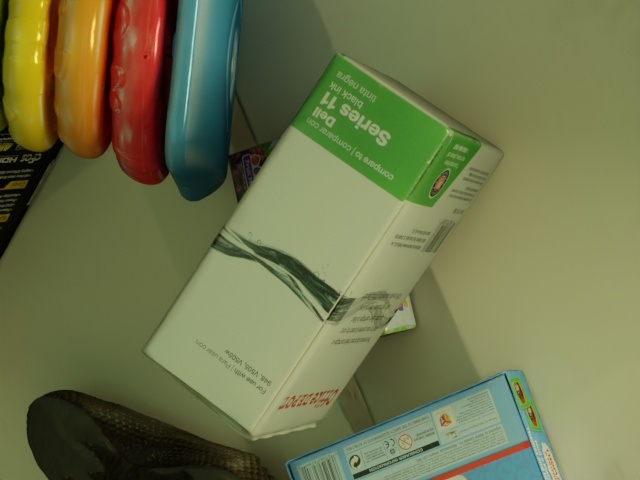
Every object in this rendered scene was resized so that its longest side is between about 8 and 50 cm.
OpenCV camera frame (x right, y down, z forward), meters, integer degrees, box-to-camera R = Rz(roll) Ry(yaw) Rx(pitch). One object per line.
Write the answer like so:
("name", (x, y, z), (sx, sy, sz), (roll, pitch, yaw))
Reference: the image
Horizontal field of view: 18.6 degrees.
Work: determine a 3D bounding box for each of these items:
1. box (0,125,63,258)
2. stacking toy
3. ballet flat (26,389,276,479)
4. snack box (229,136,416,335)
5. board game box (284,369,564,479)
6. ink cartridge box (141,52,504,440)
("box", (-0.350, -0.012, 1.361), (0.079, 0.322, 0.257), (48, 121, 24))
("stacking toy", (-0.204, -0.124, 1.245), (0.302, 0.175, 0.165), (5, 83, 1))
("ballet flat", (-0.115, 0.155, 1.364), (0.250, 0.058, 0.084), (10, 112, 43))
("snack box", (0.000, 0.000, 1.263), (0.100, 0.037, 0.141), (-17, 83, 37))
("board game box", (0.086, 0.206, 1.186), (0.160, 0.039, 0.211), (-25, 77, 22))
("ink cartridge box", (0.004, 0.006, 1.146), (0.087, 0.153, 0.208), (35, 97, 14))
